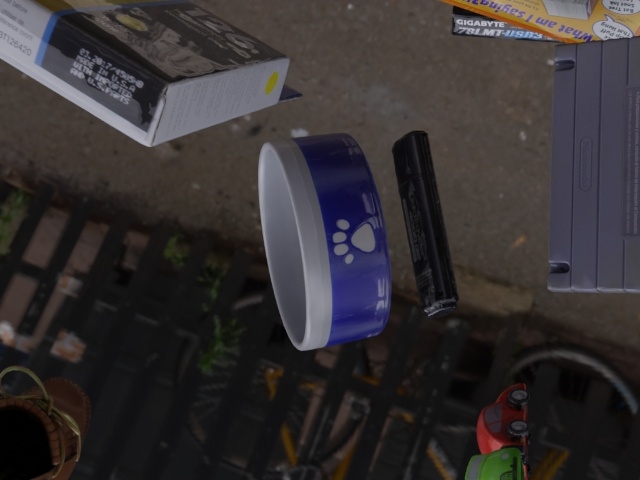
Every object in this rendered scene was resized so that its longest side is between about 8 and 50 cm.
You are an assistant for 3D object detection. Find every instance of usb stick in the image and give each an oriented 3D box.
[{"bbox_3d":[0.153,-0.027,1.515,0.045,0.278,0.077,1,161,-28],"label":"usb stick"}]

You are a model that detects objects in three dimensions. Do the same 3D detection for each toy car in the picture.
[{"bbox_3d":[0.157,0.223,0.909,0.053,0.239,0.225,-2,158,13],"label":"toy car"}]

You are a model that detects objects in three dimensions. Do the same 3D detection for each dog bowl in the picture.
[{"bbox_3d":[0.000,0.000,1.298,0.104,0.265,0.265,-9,165,-12],"label":"dog bowl"}]

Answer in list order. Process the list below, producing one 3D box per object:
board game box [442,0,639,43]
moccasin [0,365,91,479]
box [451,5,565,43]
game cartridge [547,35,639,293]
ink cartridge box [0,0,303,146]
[{"bbox_3d":[0.420,-0.577,1.664,0.356,0.356,0.356,19,152,2],"label":"board game box"},{"bbox_3d":[-0.379,0.252,1.294,0.139,0.147,0.380,36,-165,5],"label":"moccasin"},{"bbox_3d":[0.416,-0.518,2.012,0.293,0.296,0.073,6,151,11],"label":"box"},{"bbox_3d":[0.432,-0.104,1.424,0.230,0.355,0.068,0,174,29],"label":"game cartridge"},{"bbox_3d":[-0.188,-0.204,0.929,0.303,0.072,0.307,30,-155,12],"label":"ink cartridge box"}]
